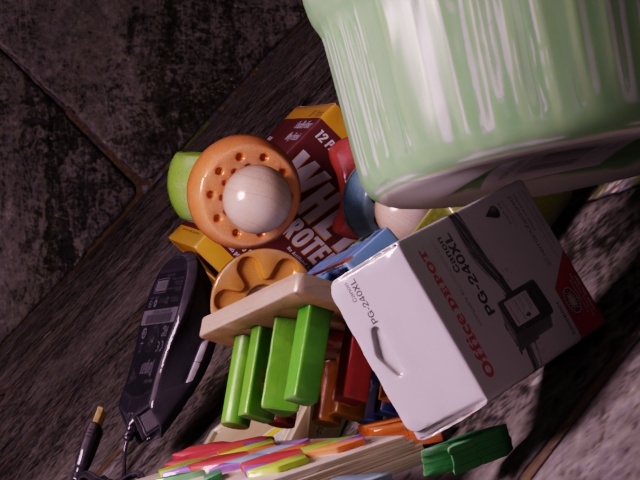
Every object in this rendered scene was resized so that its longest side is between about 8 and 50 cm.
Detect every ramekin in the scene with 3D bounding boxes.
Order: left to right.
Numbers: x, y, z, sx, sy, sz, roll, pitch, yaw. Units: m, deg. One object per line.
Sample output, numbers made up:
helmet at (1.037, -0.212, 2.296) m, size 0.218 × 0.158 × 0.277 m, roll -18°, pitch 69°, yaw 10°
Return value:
ramekin at (0.148, -0.117, 1.261) m, size 0.303 × 0.148 × 0.303 m, roll -10°, pitch -6°, yaw -1°

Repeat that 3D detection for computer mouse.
computer mouse at (-0.161, 0.146, 1.886) m, size 0.184 × 0.060 × 0.262 m, roll -21°, pitch 52°, yaw 60°

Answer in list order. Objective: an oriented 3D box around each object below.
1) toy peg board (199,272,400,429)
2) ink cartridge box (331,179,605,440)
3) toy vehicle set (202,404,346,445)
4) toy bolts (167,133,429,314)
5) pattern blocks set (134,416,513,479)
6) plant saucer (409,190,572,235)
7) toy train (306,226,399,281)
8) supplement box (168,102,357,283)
toy peg board at (0.015, 0.095, 1.363) m, size 0.161 × 0.161 × 0.079 m, roll -26°, pitch 50°, yaw 60°
ink cartridge box at (0.091, 0.040, 1.198) m, size 0.063 × 0.109 × 0.150 m, roll -33°, pitch -4°, yaw 39°
toy vehicle set at (-0.058, 0.188, 1.512) m, size 0.166 × 0.035 × 0.267 m, roll -39°, pitch 12°, yaw 30°
toy bolts at (0.000, 0.000, 1.774) m, size 0.229 × 0.218 × 0.158 m, roll -12°, pitch 14°, yaw -16°
pattern blocks set at (-0.039, 0.147, 1.241) m, size 0.325 × 0.026 × 0.285 m, roll -11°, pitch 2°, yaw 38°
plant saucer at (0.111, 0.014, 1.521) m, size 0.188 × 0.045 × 0.188 m, roll -51°, pitch 12°, yaw -33°
toy train at (0.013, 0.053, 1.671) m, size 0.105 × 0.080 × 0.184 m, roll -39°, pitch 5°, yaw -25°
supplement box at (-0.027, -0.023, 1.958) m, size 0.194 × 0.129 × 0.191 m, roll -46°, pitch 10°, yaw -6°
